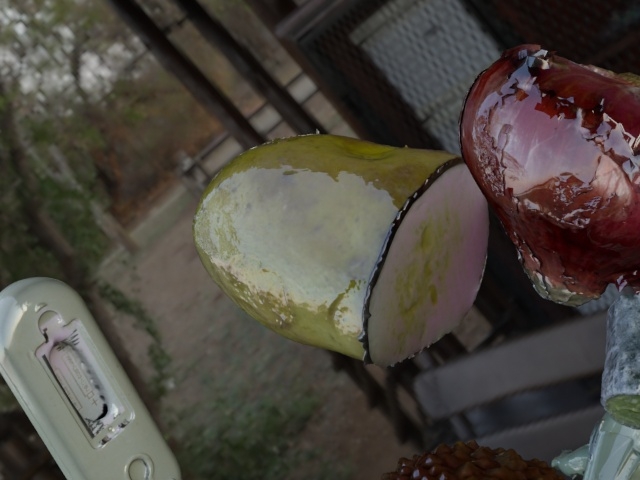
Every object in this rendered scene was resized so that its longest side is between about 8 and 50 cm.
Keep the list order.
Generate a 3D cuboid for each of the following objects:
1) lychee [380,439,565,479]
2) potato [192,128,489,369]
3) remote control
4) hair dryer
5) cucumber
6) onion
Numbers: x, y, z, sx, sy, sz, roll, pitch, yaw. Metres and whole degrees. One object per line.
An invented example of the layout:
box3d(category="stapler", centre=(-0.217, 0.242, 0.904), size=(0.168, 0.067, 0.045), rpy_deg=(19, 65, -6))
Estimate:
box3d(category="lychee", centre=(0.124, 0.281, 1.000), size=(0.267, 0.267, 0.267), rpy_deg=(-40, 8, 7))
box3d(category="potato", centre=(0.000, 0.000, 1.227), size=(0.266, 0.229, 0.229), rpy_deg=(18, 46, 30))
box3d(category="remote control", centre=(-0.170, 0.126, 0.921), size=(0.042, 0.221, 0.078), rpy_deg=(-7, 26, 47))
box3d(category="hair dryer", centre=(0.264, 0.257, 1.226), size=(0.219, 0.088, 0.225), rpy_deg=(-59, 4, -39))
box3d(category="cucumber", centre=(0.256, 0.092, 0.985), size=(0.064, 0.064, 0.112), rpy_deg=(-33, 31, 42))
box3d(category="onion", centre=(0.164, -0.032, 0.753), size=(0.184, 0.183, 0.147), rpy_deg=(-145, 73, -81))
